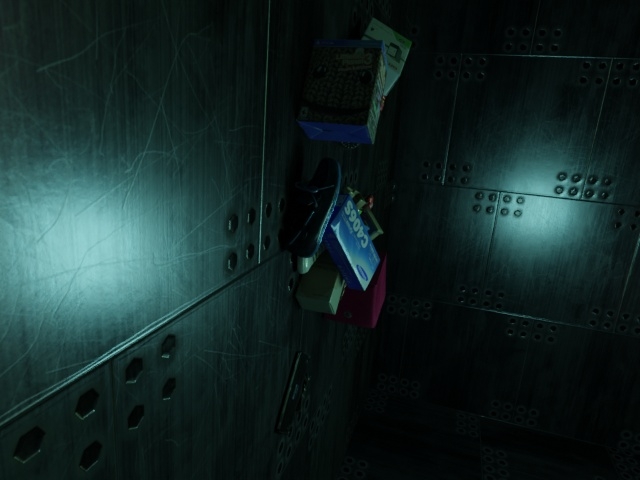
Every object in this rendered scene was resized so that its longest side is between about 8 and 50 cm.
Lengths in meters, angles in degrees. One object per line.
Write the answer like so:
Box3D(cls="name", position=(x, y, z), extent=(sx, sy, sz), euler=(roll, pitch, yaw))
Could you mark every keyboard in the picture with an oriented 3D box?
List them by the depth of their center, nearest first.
Box3D(cls="keyboard", position=(-0.101, 0.613, 1.759), extent=(0.201, 0.033, 0.317), euler=(59, 43, -57))

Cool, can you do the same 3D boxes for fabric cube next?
Box3D(cls="fabric cube", position=(0.162, 0.212, 2.045), extent=(0.259, 0.254, 0.258), euler=(-60, 154, -50))

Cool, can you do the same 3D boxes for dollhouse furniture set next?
Box3D(cls="dollhouse furniture set", position=(0.078, -0.101, 1.914), extent=(0.303, 0.198, 0.286), euler=(24, 33, -49))

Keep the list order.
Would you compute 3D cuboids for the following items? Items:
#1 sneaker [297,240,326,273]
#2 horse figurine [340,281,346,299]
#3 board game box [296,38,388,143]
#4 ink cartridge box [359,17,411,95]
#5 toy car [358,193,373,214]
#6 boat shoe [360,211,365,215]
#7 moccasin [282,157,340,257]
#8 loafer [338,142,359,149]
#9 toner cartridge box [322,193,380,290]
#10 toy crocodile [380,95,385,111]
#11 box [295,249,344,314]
Box3D(cls="sneaker", position=(0.000, 0.000, 1.616), extent=(0.105, 0.123, 0.290), euler=(79, 26, -54))
Box3D(cls="horse figurine", position=(0.104, 0.125, 1.817), extent=(0.263, 0.174, 0.066), euler=(-44, 123, -5))
Box3D(cls="board game box", position=(0.076, -0.481, 1.418), extent=(0.141, 0.232, 0.290), euler=(41, 58, -71))
Box3D(cls="ink cartridge box", position=(0.248, -0.777, 1.847), extent=(0.121, 0.211, 0.289), euler=(-50, -165, 51))
Box3D(cls="toy car", position=(0.184, -0.138, 2.163), extent=(0.239, 0.053, 0.225), euler=(-51, -172, 13))
Box3D(cls="boat shoe", position=(0.198, -0.099, 2.324), extent=(0.084, 0.095, 0.257), euler=(46, 44, -65))
Box3D(cls="moccasin", position=(-0.028, -0.115, 1.416), extent=(0.138, 0.117, 0.341), euler=(0, -107, 61))
Box3D(cls="loafer", position=(0.121, -0.562, 1.773), extent=(0.130, 0.134, 0.365), euler=(-109, -151, -64))
Box3D(cls="toner cartridge box", position=(0.108, 0.011, 1.616), extent=(0.165, 0.075, 0.347), euler=(-57, 135, -33))
Box3D(cls="toy crocodile", position=(0.229, -0.591, 1.920), extent=(0.115, 0.105, 0.340), euler=(42, 58, -47))
Box3D(cls="box", position=(0.022, 0.118, 1.712), extent=(0.121, 0.148, 0.310), euler=(72, 30, -56))
